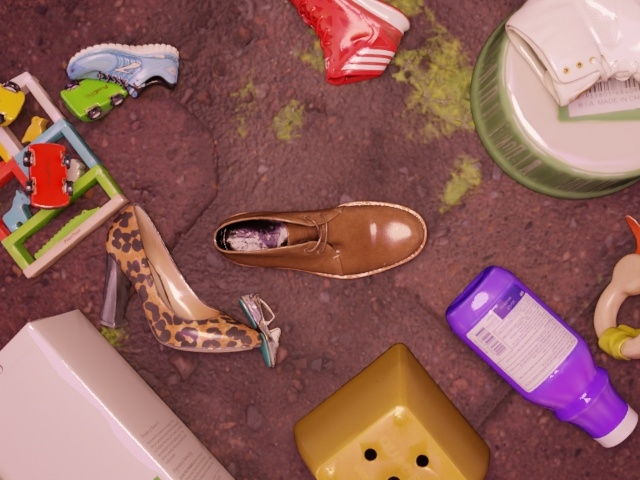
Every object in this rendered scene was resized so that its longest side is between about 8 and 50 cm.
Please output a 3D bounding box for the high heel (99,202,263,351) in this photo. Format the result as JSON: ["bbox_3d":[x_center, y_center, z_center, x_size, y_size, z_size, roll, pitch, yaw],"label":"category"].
[{"bbox_3d":[-0.196,0.055,0.989,0.261,0.093,0.186,11,97,13],"label":"high heel"}]

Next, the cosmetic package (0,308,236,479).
[{"bbox_3d":[-0.318,0.297,0.974,0.365,0.155,0.197,45,95,2],"label":"cosmetic package"}]

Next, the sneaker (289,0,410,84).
[{"bbox_3d":[0.004,-0.302,0.981,0.221,0.087,0.128,25,91,5],"label":"sneaker"}]

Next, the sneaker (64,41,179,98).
[{"bbox_3d":[-0.282,-0.241,0.992,0.162,0.063,0.073,-8,89,-18],"label":"sneaker"}]

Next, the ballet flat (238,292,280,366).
[{"bbox_3d":[-0.081,0.128,1.013,0.041,0.041,0.114,-24,90,4],"label":"ballet flat"}]

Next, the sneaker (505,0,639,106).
[{"bbox_3d":[0.355,-0.200,0.799,0.292,0.108,0.169,43,95,13],"label":"sneaker"}]

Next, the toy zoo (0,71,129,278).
[{"bbox_3d":[-0.451,-0.116,1.044,0.192,0.030,0.293,-39,87,4],"label":"toy zoo"}]

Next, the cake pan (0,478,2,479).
[{"bbox_3d":[-0.517,0.386,0.963,0.293,0.054,0.293,14,120,24],"label":"cake pan"}]

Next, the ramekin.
[{"bbox_3d":[0.362,-0.210,0.920,0.303,0.148,0.303,0,90,4],"label":"ramekin"}]

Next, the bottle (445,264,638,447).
[{"bbox_3d":[0.308,0.163,0.953,0.283,0.092,0.118,42,94,3],"label":"bottle"}]

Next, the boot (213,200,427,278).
[{"bbox_3d":[0.000,0.000,0.968,0.305,0.115,0.112,-3,88,3],"label":"boot"}]

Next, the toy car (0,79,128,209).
[{"bbox_3d":[-0.376,-0.176,0.995,0.225,0.053,0.239,-39,88,-29],"label":"toy car"}]

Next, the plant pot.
[{"bbox_3d":[0.095,0.294,0.924,0.212,0.187,0.212,-39,87,4],"label":"plant pot"}]

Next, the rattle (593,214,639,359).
[{"bbox_3d":[0.470,0.080,0.954,0.143,0.130,0.199,18,65,-6],"label":"rattle"}]
